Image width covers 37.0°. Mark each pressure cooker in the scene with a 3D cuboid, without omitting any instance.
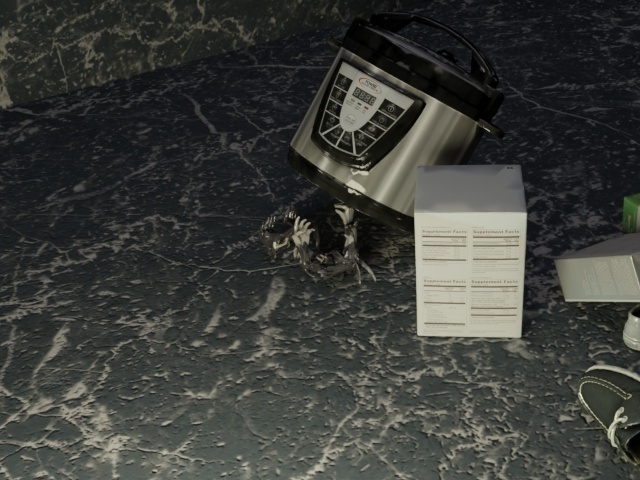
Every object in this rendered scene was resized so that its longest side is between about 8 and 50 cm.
[{"bbox_3d":[0.163,-0.273,2.049,0.369,0.420,0.375,25,12,-24],"label":"pressure cooker"}]

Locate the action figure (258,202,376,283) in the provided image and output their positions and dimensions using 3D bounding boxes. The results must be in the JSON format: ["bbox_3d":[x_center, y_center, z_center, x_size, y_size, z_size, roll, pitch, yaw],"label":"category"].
[{"bbox_3d":[0.000,0.000,1.984,0.275,0.141,0.164,21,27,39],"label":"action figure"}]

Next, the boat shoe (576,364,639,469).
[{"bbox_3d":[0.492,0.290,1.436,0.091,0.114,0.302,-17,31,-30],"label":"boat shoe"}]

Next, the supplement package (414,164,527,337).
[{"bbox_3d":[0.278,0.017,1.786,0.198,0.263,0.199,0,30,8],"label":"supplement package"}]

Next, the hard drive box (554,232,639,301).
[{"bbox_3d":[0.580,0.045,1.768,0.181,0.089,0.232,-18,4,-20],"label":"hard drive box"}]

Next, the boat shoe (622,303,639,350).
[{"bbox_3d":[0.640,0.123,1.731,0.227,0.081,0.079,-22,34,-27],"label":"boat shoe"}]

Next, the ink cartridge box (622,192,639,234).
[{"bbox_3d":[0.751,-0.029,1.966,0.154,0.093,0.212,-16,30,-17],"label":"ink cartridge box"}]
